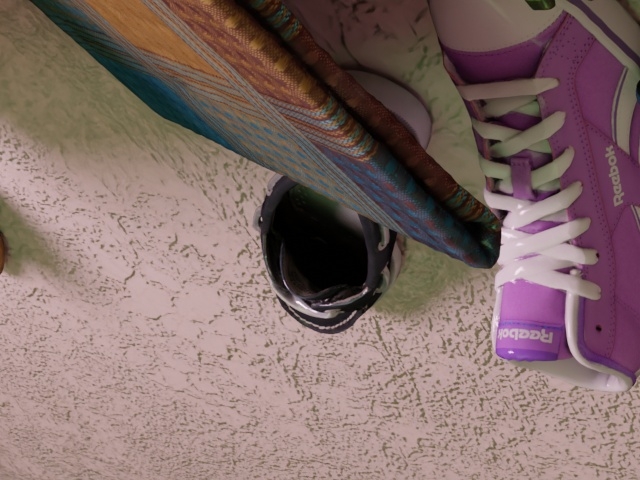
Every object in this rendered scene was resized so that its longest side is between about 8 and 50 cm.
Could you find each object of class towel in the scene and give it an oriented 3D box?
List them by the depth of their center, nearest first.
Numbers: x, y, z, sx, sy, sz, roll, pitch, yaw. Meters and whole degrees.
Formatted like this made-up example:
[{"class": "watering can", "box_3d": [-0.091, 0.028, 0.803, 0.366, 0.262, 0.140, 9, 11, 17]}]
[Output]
[{"class": "towel", "box_3d": [-0.082, -0.115, 0.781, 0.271, 0.040, 0.370, 41, 173, -33]}]

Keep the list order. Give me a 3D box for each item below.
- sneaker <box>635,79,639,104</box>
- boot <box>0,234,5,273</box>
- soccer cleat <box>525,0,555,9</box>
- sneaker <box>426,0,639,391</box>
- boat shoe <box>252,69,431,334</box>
[{"class": "sneaker", "box_3d": [0.245, -0.083, 0.707, 0.188, 0.067, 0.078, 4, 124, 39]}, {"class": "boot", "box_3d": [-0.361, 0.026, 1.301, 0.073, 0.152, 0.197, 17, 150, 18]}, {"class": "soccer cleat", "box_3d": [0.156, -0.186, 0.600, 0.121, 0.093, 0.289, 62, 152, 0]}, {"class": "sneaker", "box_3d": [0.126, -0.024, 0.793, 0.102, 0.161, 0.282, 0, 140, 44]}, {"class": "boat shoe", "box_3d": [0.000, 0.000, 1.010, 0.114, 0.091, 0.302, 22, 151, 10]}]
